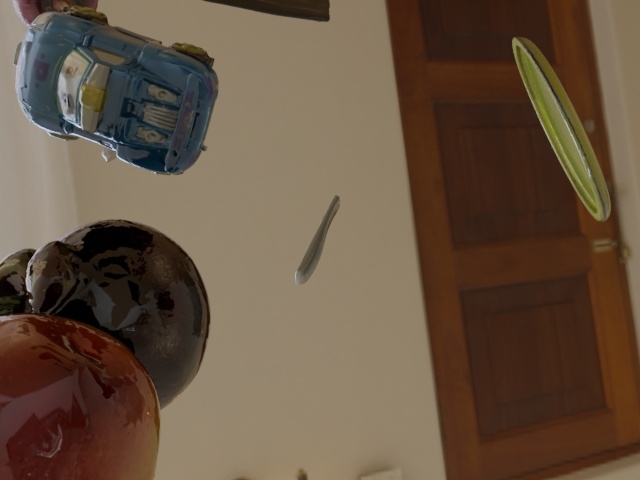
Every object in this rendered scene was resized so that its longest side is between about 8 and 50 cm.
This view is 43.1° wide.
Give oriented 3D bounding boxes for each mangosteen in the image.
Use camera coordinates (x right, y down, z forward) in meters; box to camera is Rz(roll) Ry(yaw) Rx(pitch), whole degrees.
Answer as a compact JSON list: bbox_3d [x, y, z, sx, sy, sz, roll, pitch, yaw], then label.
[{"bbox_3d":[-0.301,0.100,1.134,0.297,0.297,0.313,-8,139,11],"label":"mangosteen"}]

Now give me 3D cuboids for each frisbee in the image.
[{"bbox_3d":[0.275,-0.129,0.927,0.017,0.236,0.236,-26,172,12],"label":"frisbee"}]

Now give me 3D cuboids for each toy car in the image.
[{"bbox_3d":[-0.300,-0.208,1.143,0.314,0.198,0.166,21,-164,3],"label":"toy car"}]

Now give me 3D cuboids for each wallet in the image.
[{"bbox_3d":[-0.103,-0.517,1.511,0.247,0.323,0.041,7,136,-8],"label":"wallet"}]

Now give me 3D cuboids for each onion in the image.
[{"bbox_3d":[-0.563,-0.518,1.723,0.177,0.177,0.153,-6,-169,-11],"label":"onion"}]

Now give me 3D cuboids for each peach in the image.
[{"bbox_3d":[-0.310,0.222,0.835,0.308,0.308,0.332,-3,135,-51],"label":"peach"}]

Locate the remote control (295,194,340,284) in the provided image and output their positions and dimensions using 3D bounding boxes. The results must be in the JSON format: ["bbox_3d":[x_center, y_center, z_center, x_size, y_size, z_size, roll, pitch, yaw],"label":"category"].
[{"bbox_3d":[0.000,0.000,1.502,0.027,0.184,0.050,21,154,10],"label":"remote control"}]

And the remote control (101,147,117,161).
[{"bbox_3d":[-0.346,-0.237,1.600,0.245,0.022,0.077,-38,-175,24],"label":"remote control"}]
